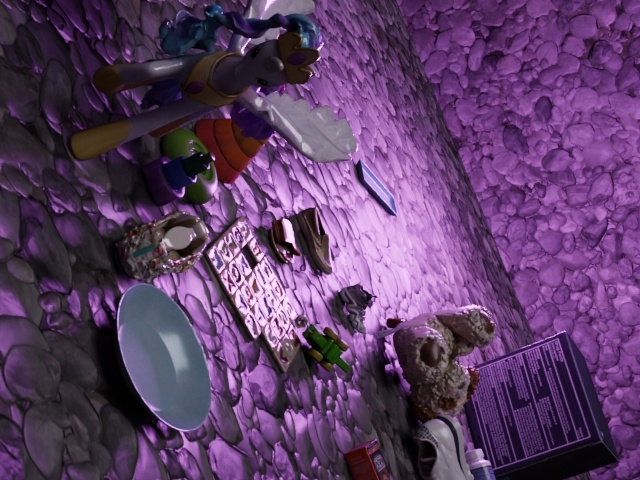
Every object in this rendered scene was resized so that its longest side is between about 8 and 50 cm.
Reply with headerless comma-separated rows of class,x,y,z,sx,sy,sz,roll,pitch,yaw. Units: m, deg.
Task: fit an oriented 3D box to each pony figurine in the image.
pony figurine,-0.111,-0.217,1.391,0.351,0.363,0.303,-33,110,-64

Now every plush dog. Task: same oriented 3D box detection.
plush dog,0.236,0.271,2.165,0.262,0.210,0.226,-24,106,-44

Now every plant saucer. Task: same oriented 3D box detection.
plant saucer,-0.204,0.149,1.279,0.195,0.037,0.195,53,22,-32
plant saucer,0.140,-0.127,2.568,0.192,0.018,0.067,43,29,-47

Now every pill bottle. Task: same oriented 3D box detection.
pill bottle,0.349,0.522,2.265,0.067,0.067,0.120,28,41,-61

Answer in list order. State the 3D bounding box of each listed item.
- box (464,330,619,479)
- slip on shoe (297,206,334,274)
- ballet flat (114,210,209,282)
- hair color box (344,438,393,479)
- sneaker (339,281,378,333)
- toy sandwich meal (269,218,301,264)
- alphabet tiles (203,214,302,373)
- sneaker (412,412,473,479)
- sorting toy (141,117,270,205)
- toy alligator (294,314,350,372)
box,0.523,0.424,2.502,0.183,0.294,0.296,42,31,-50
slip on shoe,0.000,0.000,1.998,0.135,0.041,0.051,67,19,4
ballet flat,-0.196,0.003,1.415,0.091,0.077,0.241,63,18,-6
hair color box,0.094,0.414,1.749,0.141,0.043,0.072,69,18,6
sneaker,0.085,0.129,2.029,0.098,0.069,0.038,65,19,-1
toy sandwich meal,-0.062,0.001,1.849,0.086,0.029,0.086,53,23,-33
alphabet tiles,-0.100,0.090,1.674,0.237,0.009,0.198,62,19,-11
sneaker,0.241,0.464,2.047,0.094,0.090,0.235,-25,102,-40
sorting toy,-0.155,-0.142,1.627,0.127,0.126,0.365,64,18,-8
toy alligator,-0.007,0.169,1.767,0.051,0.056,0.190,28,-15,44
